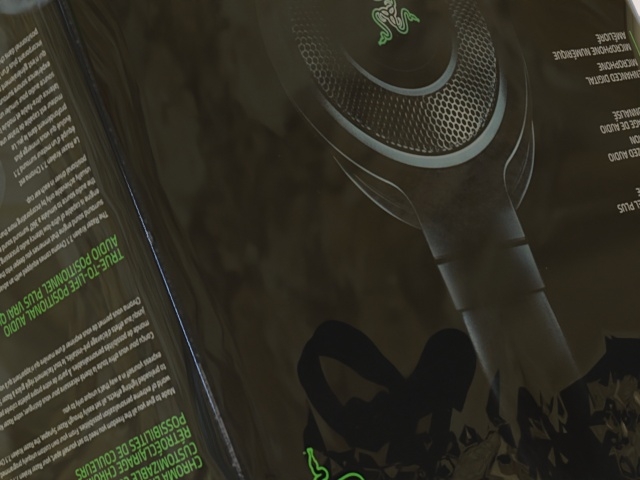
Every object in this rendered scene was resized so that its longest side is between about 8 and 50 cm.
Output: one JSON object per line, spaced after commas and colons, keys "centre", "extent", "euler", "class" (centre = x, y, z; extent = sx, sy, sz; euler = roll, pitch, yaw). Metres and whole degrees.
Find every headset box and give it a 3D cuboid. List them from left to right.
{"centre": [0.000, 0.000, 0.586], "extent": [0.246, 0.283, 0.131], "euler": [-11, -15, -45], "class": "headset box"}
